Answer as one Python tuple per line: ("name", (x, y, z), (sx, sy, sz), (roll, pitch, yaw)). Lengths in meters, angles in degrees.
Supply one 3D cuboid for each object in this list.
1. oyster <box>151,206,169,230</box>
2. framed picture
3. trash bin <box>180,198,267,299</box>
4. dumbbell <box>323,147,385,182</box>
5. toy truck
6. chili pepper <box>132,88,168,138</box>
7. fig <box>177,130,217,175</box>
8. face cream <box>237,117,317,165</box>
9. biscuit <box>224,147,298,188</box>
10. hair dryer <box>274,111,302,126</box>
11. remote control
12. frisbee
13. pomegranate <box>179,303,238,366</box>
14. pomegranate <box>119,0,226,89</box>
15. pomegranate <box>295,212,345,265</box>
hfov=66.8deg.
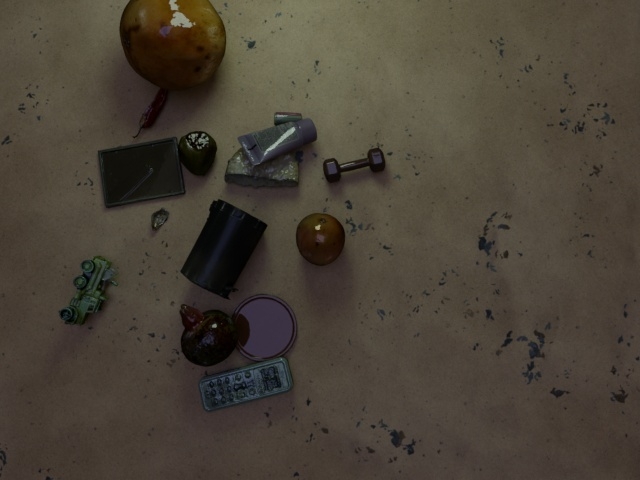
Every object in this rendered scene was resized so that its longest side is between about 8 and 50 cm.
("oyster", (-0.618, -0.084, 1.851), (0.093, 0.034, 0.051), (-46, 101, -14))
("framed picture", (-0.692, -0.263, 1.876), (0.315, 0.024, 0.232), (-10, 84, 0))
("trash bin", (-0.350, 0.028, 1.747), (0.252, 0.203, 0.301), (26, 87, 23))
("dumbbell", (0.125, -0.281, 1.817), (0.231, 0.092, 0.082), (-13, 55, 0))
("toy truck", (-0.843, 0.194, 1.789), (0.135, 0.128, 0.259), (27, 85, -9))
("chili pepper", (-0.650, -0.508, 1.888), (0.050, 0.059, 0.268), (33, 82, -33))
("fig", (-0.463, -0.328, 1.829), (0.144, 0.154, 0.165), (0, 115, -12))
("face cream", (-0.151, -0.368, 1.780), (0.274, 0.096, 0.154), (-21, 63, -16))
("biscuit", (-0.221, -0.291, 1.829), (0.281, 0.084, 0.179), (0, 81, 1))
("hair dryer", (-0.126, -0.413, 1.865), (0.106, 0.054, 0.154), (1, 94, -3))
("remote control", (-0.269, 0.520, 1.761), (0.335, 0.065, 0.128), (-14, 82, 1))
("frisbee", (-0.211, 0.324, 1.801), (0.251, 0.021, 0.251), (0, 85, 3))
("pomegranate", (-0.406, 0.315, 1.698), (0.214, 0.214, 0.248), (-32, 113, -1))
("pomegranate", (-0.511, -0.739, 1.770), (0.410, 0.410, 0.410), (0, 84, 2))
("pomegranate", (-0.002, -0.002, 1.745), (0.191, 0.191, 0.191), (0, 84, 2))
